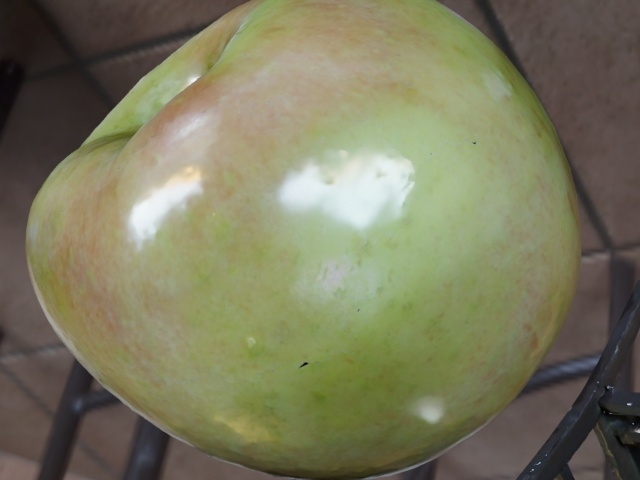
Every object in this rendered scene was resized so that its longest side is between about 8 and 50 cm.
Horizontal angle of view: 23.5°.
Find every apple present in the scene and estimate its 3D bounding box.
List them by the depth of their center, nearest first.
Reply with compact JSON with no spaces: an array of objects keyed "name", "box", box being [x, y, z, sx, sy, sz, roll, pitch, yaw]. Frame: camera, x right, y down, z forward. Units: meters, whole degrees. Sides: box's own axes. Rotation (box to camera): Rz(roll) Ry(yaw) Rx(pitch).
[{"name":"apple","box":[0.000,0.000,0.945,0.319,0.319,0.277,-26,114,38]}]

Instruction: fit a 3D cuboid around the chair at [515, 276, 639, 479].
[{"name":"chair","box":[0.161,0.072,0.618,0.084,0.212,0.101,3,132,42]}]
